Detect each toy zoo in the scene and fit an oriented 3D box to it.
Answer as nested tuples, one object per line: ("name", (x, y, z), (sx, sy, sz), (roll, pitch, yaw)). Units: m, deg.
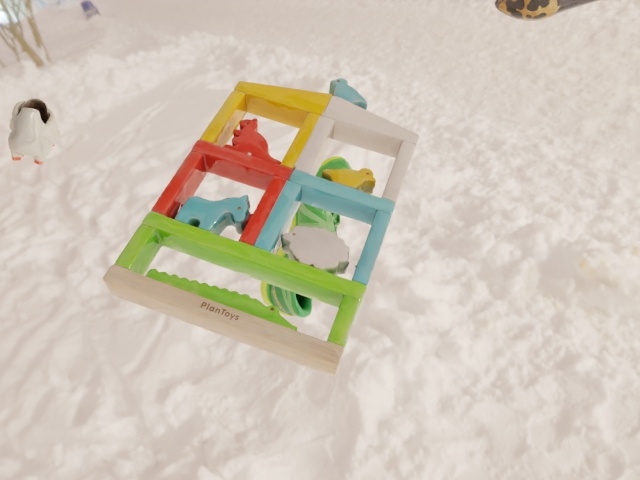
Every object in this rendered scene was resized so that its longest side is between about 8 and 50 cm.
("toy zoo", (-0.028, -0.047, 0.455), (0.192, 0.030, 0.293), (18, 57, 7))

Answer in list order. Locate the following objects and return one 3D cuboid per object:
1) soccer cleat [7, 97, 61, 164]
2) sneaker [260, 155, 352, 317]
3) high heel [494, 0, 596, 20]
("soccer cleat", (-0.402, -0.166, 0.711), (0.068, 0.076, 0.196), (7, 19, -30))
("sneaker", (0.000, 0.000, 0.883), (0.123, 0.109, 0.296), (27, 99, 36))
("high heel", (0.296, -0.405, 0.604), (0.186, 0.261, 0.093), (-8, 37, 19))
